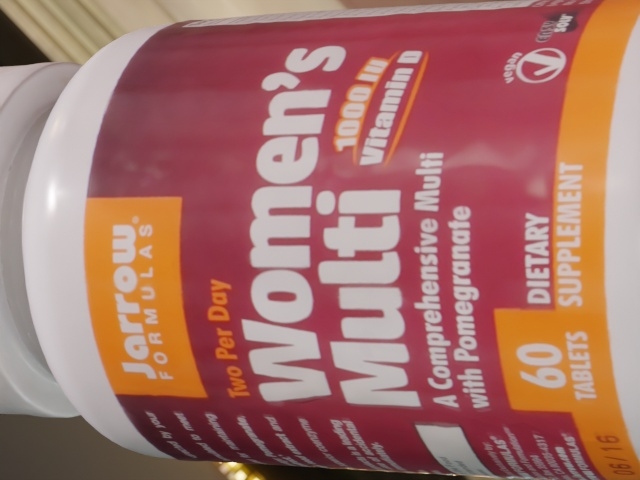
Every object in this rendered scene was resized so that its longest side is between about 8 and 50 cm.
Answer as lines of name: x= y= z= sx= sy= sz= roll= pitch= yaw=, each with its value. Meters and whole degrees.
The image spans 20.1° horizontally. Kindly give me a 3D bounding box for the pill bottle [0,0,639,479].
pill bottle: x=0.000 y=0.000 z=0.478 sx=0.221 sy=0.121 sz=0.121 roll=0 pitch=150 yaw=25
